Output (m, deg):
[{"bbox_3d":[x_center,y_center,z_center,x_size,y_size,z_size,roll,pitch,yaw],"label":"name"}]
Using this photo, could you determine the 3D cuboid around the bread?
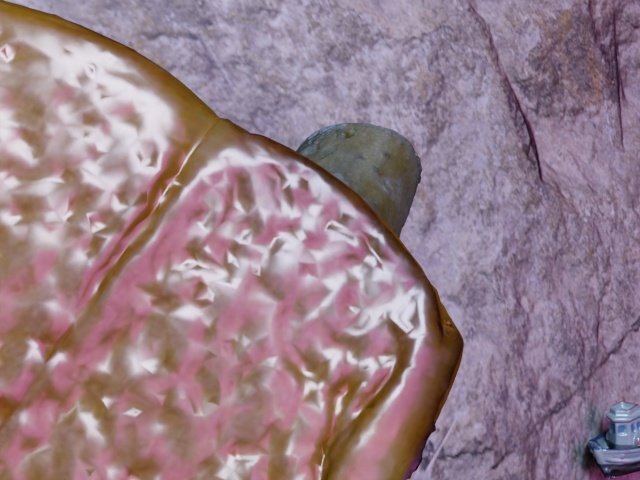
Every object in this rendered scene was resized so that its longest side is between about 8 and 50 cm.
[{"bbox_3d":[-0.133,0.080,0.365,0.328,0.148,0.336,32,69,-6],"label":"bread"}]

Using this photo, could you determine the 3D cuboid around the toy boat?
[{"bbox_3d":[0.322,0.199,0.796,0.140,0.059,0.066,-9,95,-39],"label":"toy boat"}]

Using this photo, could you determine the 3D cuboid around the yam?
[{"bbox_3d":[0.000,0.000,0.562,0.107,0.107,0.194,44,53,-22],"label":"yam"}]
